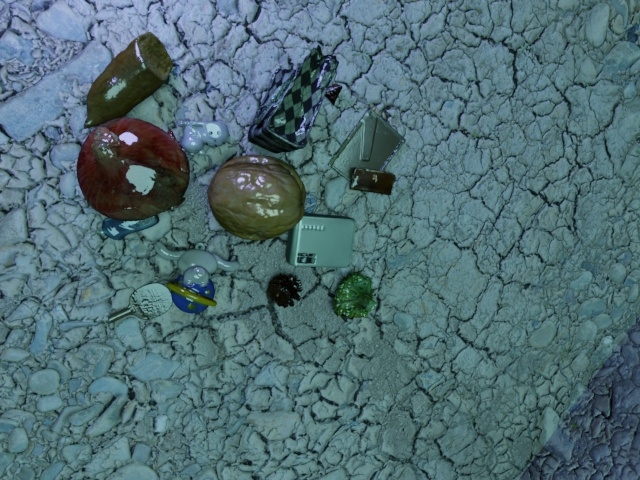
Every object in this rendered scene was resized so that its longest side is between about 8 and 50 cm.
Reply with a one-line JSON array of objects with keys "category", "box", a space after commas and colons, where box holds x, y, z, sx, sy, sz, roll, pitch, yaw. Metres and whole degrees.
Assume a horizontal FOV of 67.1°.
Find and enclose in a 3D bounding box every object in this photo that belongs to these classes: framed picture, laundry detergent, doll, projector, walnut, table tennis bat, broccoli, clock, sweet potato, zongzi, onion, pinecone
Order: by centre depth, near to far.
[{"category": "onion", "box": [-0.596, -0.231, 1.562, 0.354, 0.353, 0.353, -3, 102, -16]}, {"category": "sweet potato", "box": [-0.641, -0.506, 1.572, 0.370, 0.158, 0.158, -40, 109, 2]}, {"category": "walnut", "box": [-0.226, -0.146, 1.681, 0.344, 0.306, 0.306, 12, 98, 5]}, {"category": "laundry detergent", "box": [-0.677, -0.063, 1.688, 0.206, 0.061, 0.096, -24, 109, -10]}, {"category": "clock", "box": [-0.407, -0.359, 1.700, 0.176, 0.080, 0.117, -3, 101, -15]}, {"category": "doll", "box": [-0.476, 0.127, 1.736, 0.311, 0.159, 0.242, 30, 92, -16]}, {"category": "table tennis bat", "box": [-0.663, 0.241, 1.778, 0.234, 0.022, 0.131, -24, 108, -13]}, {"category": "zongzi", "box": [0.036, -0.553, 1.809, 0.074, 0.067, 0.083, 14, 114, -26]}, {"category": "pinecone", "box": [-0.131, 0.191, 1.872, 0.121, 0.140, 0.140, -44, 113, -39]}, {"category": "projector", "box": [0.000, 0.000, 1.881, 0.251, 0.108, 0.198, 3, 100, -19]}, {"category": "framed picture", "box": [0.186, -0.351, 1.911, 0.209, 0.019, 0.281, 38, 89, -20]}, {"category": "broccoli", "box": [0.152, 0.234, 1.929, 0.220, 0.194, 0.194, -38, 109, -12]}]

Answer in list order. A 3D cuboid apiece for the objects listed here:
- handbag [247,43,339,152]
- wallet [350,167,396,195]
[{"category": "handbag", "box": [-0.095, -0.453, 1.596, 0.180, 0.416, 0.316, 24, 91, -18]}, {"category": "wallet", "box": [0.208, -0.234, 1.917, 0.176, 0.026, 0.095, 6, 106, -15]}]
